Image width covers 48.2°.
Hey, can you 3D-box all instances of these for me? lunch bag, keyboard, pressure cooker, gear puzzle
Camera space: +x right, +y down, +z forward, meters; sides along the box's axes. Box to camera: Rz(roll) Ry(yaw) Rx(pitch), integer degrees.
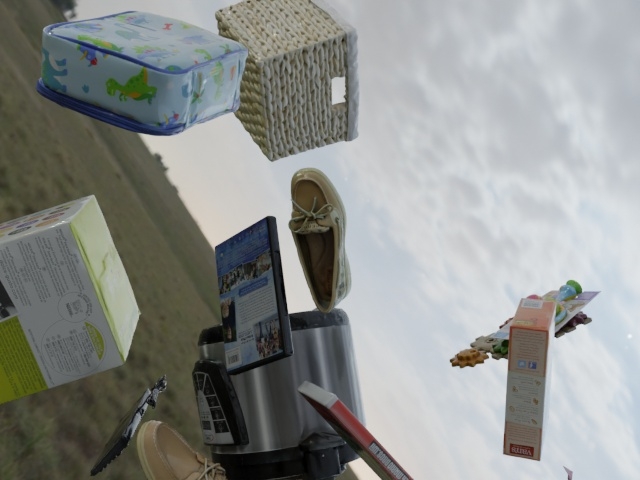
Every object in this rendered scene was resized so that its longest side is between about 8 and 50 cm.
[{"bbox_3d":[-0.191,-0.191,0.794,0.176,0.090,0.219,21,26,8],"label":"lunch bag"},{"bbox_3d":[-0.437,0.422,1.686,0.033,0.201,0.317,40,3,-8],"label":"keyboard"},{"bbox_3d":[-0.078,0.379,1.625,0.370,0.375,0.421,13,67,-71],"label":"pressure cooker"},{"bbox_3d":[0.431,0.211,1.627,0.175,0.338,0.044,9,-63,68],"label":"gear puzzle"}]

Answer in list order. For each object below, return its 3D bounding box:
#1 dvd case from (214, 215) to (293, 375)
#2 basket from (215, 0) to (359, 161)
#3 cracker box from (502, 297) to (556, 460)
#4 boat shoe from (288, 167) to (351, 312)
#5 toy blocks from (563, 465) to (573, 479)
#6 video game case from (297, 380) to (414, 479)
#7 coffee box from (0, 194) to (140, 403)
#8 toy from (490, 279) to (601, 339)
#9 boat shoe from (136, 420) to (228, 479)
[{"bbox_3d":[-0.125,0.102,1.294,0.180,0.022,0.253,-26,-115,44],"label":"dvd case"},{"bbox_3d":[-0.087,-0.437,1.849,0.329,0.266,0.331,87,-23,-44],"label":"basket"},{"bbox_3d":[0.358,0.232,1.225,0.155,0.067,0.233,-30,122,-65],"label":"cracker box"},{"bbox_3d":[0.000,0.000,1.402,0.089,0.104,0.286,-50,128,-65],"label":"boat shoe"},{"bbox_3d":[0.561,0.643,1.451,0.308,0.260,0.288,-17,-50,46],"label":"toy blocks"},{"bbox_3d":[0.084,0.339,1.128,0.285,0.025,0.204,47,-13,-5],"label":"video game case"},{"bbox_3d":[-0.635,0.124,1.632,0.338,0.334,0.338,-122,-165,-74],"label":"coffee box"},{"bbox_3d":[0.491,0.145,1.578,0.136,0.237,0.056,-4,-72,56],"label":"toy"},{"bbox_3d":[-0.235,0.483,1.430,0.341,0.110,0.122,57,23,-20],"label":"boat shoe"}]
